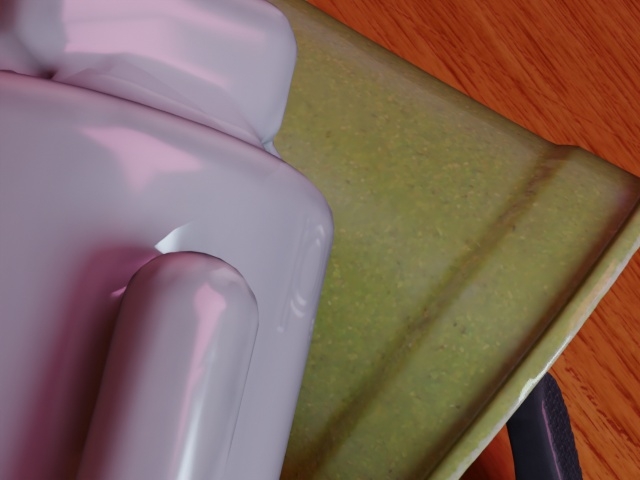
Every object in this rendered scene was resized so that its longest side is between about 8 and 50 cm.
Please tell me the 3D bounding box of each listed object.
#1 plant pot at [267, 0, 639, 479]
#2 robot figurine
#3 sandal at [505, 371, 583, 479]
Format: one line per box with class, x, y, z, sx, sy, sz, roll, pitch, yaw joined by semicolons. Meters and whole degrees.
plant pot;0.000;0.000;0.796;0.254;0.276;0.276;38;37;6
robot figurine;-0.112;0.069;0.556;0.199;0.300;0.354;17;82;-25
sandal;0.135;0.205;0.877;0.097;0.054;0.255;40;38;-61
